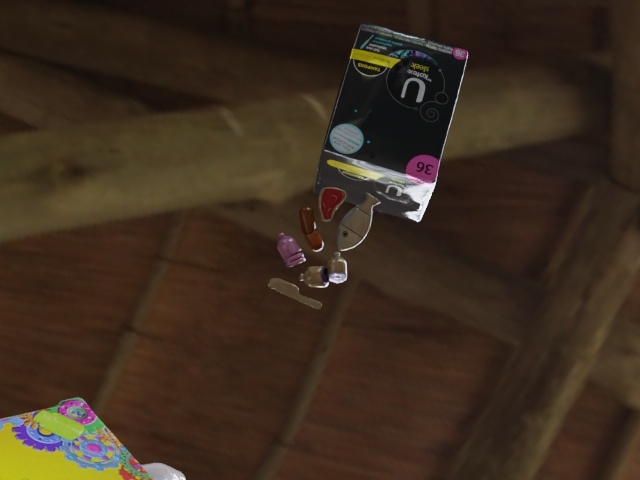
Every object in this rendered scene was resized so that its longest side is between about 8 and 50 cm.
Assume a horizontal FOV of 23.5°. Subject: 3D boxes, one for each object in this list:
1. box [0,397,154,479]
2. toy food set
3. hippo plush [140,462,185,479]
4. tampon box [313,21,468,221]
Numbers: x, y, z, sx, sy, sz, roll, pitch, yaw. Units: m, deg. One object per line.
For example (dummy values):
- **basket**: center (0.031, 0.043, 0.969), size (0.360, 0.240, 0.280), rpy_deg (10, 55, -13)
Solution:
- **box**: center (-0.215, 0.262, 0.735), size (0.290, 0.177, 0.279), rpy_deg (-12, -50, -40)
- **toy food set**: center (0.000, 0.000, 1.469), size (0.078, 0.019, 0.122), rpy_deg (25, -93, -5)
- **hippo plush**: center (-0.256, 0.343, 1.427), size (0.237, 0.294, 0.234), rpy_deg (4, -30, -27)
- **tampon box**: center (0.072, -0.123, 1.601), size (0.101, 0.120, 0.161), rpy_deg (104, -179, -64)
